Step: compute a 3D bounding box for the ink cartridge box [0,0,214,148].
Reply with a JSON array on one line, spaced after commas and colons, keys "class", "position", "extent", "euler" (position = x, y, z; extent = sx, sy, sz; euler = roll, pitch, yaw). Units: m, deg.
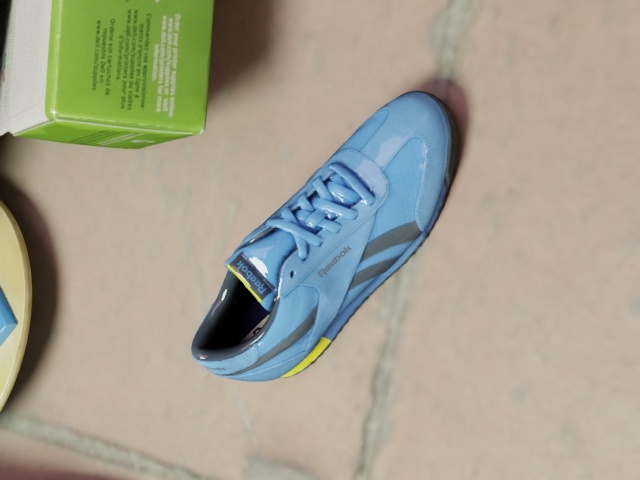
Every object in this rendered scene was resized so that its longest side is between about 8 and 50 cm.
[{"class": "ink cartridge box", "position": [-0.156, -0.157, 0.867], "extent": [0.255, 0.097, 0.189], "euler": [179, 96, -66]}]

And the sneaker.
[{"class": "sneaker", "position": [0.000, 0.000, 0.752], "extent": [0.069, 0.082, 0.209], "euler": [46, 108, 29]}]

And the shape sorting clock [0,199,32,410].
[{"class": "shape sorting clock", "position": [-0.277, 0.060, 0.944], "extent": [0.206, 0.040, 0.206], "euler": [-11, 71, 34]}]
